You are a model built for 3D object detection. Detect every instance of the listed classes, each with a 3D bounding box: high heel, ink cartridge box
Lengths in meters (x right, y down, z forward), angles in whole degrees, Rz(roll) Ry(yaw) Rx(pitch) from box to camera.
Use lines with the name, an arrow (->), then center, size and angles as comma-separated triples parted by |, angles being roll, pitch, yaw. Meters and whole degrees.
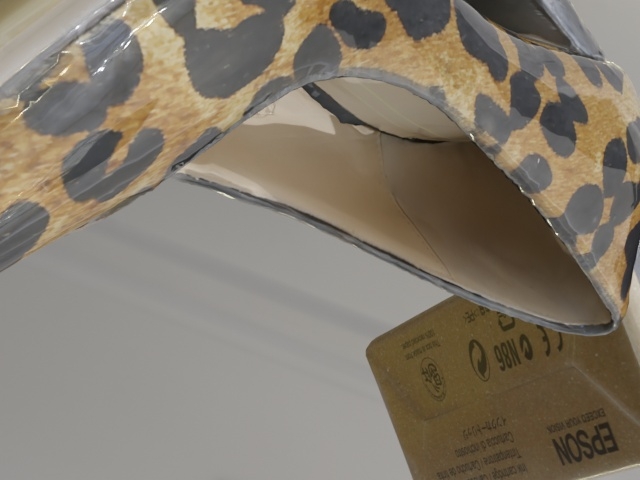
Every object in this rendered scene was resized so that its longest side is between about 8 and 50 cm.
high heel -> 0.000, 0.000, 0.397 | 0.261, 0.093, 0.186 | -46, 118, -42
ink cartridge box -> 0.149, 0.031, 0.681 | 0.088, 0.193, 0.234 | 70, -20, 7
